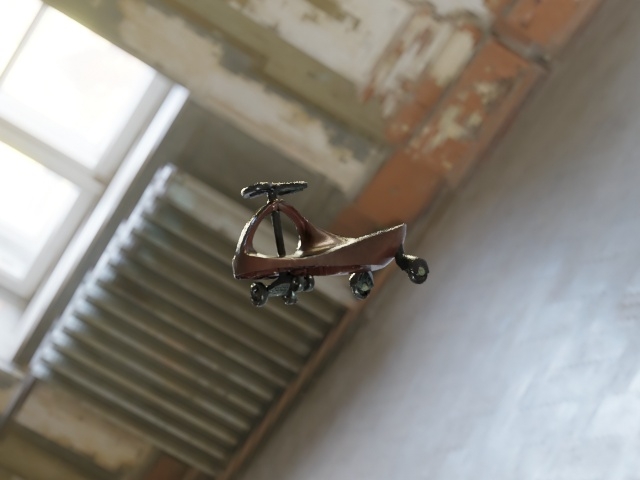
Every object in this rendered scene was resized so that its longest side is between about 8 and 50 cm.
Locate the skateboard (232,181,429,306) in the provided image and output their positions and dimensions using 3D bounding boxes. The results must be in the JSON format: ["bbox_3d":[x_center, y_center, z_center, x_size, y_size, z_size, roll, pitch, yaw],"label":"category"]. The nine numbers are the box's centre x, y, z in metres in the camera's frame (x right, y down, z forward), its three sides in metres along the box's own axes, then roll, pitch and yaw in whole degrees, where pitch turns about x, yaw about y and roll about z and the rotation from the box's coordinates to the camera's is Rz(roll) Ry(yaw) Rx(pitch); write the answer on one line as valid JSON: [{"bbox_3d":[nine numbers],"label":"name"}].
[{"bbox_3d":[0.000,0.000,1.060,0.067,0.151,0.080,-16,80,45],"label":"skateboard"}]
